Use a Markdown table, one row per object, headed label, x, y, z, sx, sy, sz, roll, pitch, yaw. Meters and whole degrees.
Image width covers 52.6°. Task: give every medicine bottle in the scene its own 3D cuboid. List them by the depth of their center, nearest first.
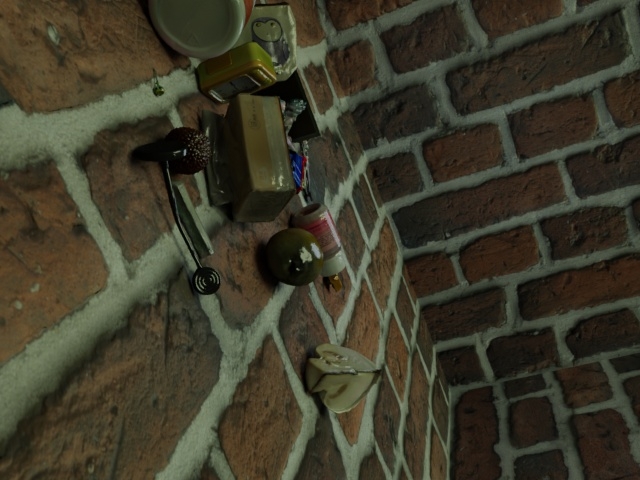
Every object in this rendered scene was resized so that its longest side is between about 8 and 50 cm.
| label | x | y | z | sx | sy | sz | roll | pitch | yaw |
| --- | --- | --- | --- | --- | --- | --- | --- | --- | --- |
| medicine bottle | -0.312 | -0.648 | 1.749 | 0.241 | 0.252 | 0.253 | -81 | 149 | -53 |
| medicine bottle | 0.000 | 0.000 | 2.302 | 0.147 | 0.147 | 0.247 | -71 | 141 | -62 |

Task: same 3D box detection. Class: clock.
| label | x | y | z | sx | sy | sz | roll | pitch | yaw |
| --- | --- | --- | --- | --- | --- | --- | --- | --- | --- |
| clock | -0.244 | -0.483 | 1.888 | 0.143 | 0.202 | 0.096 | 19 | 56 | -68 |

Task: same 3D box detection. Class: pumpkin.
| label | x | y | z | sx | sy | sz | roll | pitch | yaw |
| --- | --- | --- | --- | --- | --- | --- | --- | --- | --- |
| pumpkin | 0.046 | 0.147 | 2.458 | 0.074 | 0.054 | 0.083 | 63 | -2 | -39 |

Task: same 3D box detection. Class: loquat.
| label | x | y | z | sx | sy | sz | roll | pitch | yaw |
| --- | --- | --- | --- | --- | --- | --- | --- | --- | --- |
| loquat | -0.081 | 0.050 | 1.960 | 0.227 | 0.179 | 0.179 | 27 | 49 | -72 |

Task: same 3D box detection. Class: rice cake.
| label | x | y | z | sx | sy | sz | roll | pitch | yaw |
| --- | --- | --- | --- | --- | --- | --- | --- | --- | --- |
| rice cake | -0.311 | -0.053 | 1.562 | 0.047 | 0.036 | 0.207 | -94 | 162 | -71 |

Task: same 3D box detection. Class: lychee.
| label | x | y | z | sx | sy | sz | roll | pitch | yaw |
| --- | --- | --- | --- | --- | --- | --- | --- | --- | --- |
| lychee | -0.317 | -0.213 | 1.550 | 0.123 | 0.129 | 0.123 | -14 | 110 | -42 |

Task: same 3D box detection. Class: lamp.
| label | x | y | z | sx | sy | sz | roll | pitch | yaw |
| --- | --- | --- | --- | --- | --- | --- | --- | --- | --- |
| lamp | -0.308 | -0.048 | 1.456 | 0.130 | 0.108 | 0.371 | -16 | 95 | -29 |

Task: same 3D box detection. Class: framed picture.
| label | x | y | z | sx | sy | sz | roll | pitch | yaw |
| --- | --- | --- | --- | --- | --- | --- | --- | --- | --- |
| framed picture | -0.128 | -0.476 | 2.227 | 0.019 | 0.232 | 0.296 | -35 | 111 | -44 |

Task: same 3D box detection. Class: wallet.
| label | x | y | z | sx | sy | sz | roll | pitch | yaw |
| --- | --- | --- | --- | --- | --- | --- | --- | --- | --- |
| wallet | -0.219 | -0.628 | 2.036 | 0.068 | 0.335 | 0.275 | 174 | -95 | -67 |

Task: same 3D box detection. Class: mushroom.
| label | x | y | z | sx | sy | sz | roll | pitch | yaw |
| --- | --- | --- | --- | --- | --- | --- | --- | --- | --- |
| mushroom | 0.036 | 0.439 | 2.069 | 0.236 | 0.173 | 0.162 | 7 | 107 | -33 |

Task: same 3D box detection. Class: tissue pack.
| label | x | y | z | sx | sy | sz | roll | pitch | yaw |
| --- | --- | --- | --- | --- | --- | --- | --- | --- | --- |
| tissue pack | -0.215 | -0.227 | 1.803 | 0.238 | 0.238 | 0.306 | 34 | 42 | -64 |

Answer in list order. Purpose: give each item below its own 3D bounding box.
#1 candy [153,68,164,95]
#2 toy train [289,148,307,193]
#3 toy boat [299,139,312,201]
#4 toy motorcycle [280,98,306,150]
| label | x | y | z | sx | sy | sz | roll | pitch | yaw |
| --- | --- | --- | --- | --- | --- | --- | --- | --- | --- |
| candy | -0.408 | -0.396 | 1.614 | 0.023 | 0.025 | 0.083 | 104 | -32 | -67 |
| toy train | -0.106 | -0.249 | 2.307 | 0.204 | 0.082 | 0.131 | -87 | 152 | -49 |
| toy boat | -0.068 | -0.317 | 2.469 | 0.219 | 0.071 | 0.318 | 101 | -19 | -77 |
| toy motorcycle | -0.127 | -0.395 | 2.173 | 0.239 | 0.204 | 0.108 | 52 | 16 | -57 |
